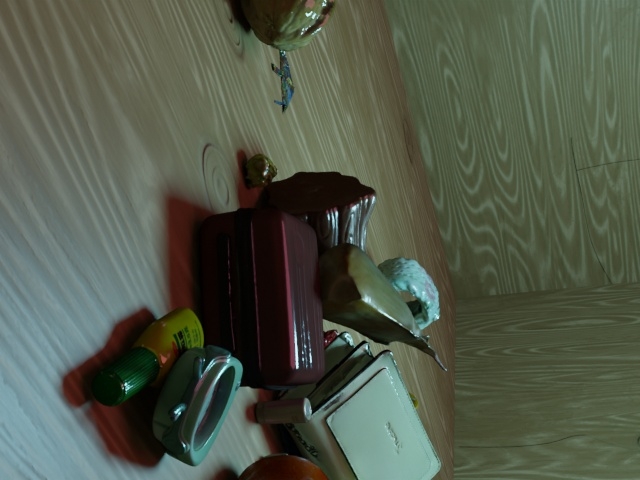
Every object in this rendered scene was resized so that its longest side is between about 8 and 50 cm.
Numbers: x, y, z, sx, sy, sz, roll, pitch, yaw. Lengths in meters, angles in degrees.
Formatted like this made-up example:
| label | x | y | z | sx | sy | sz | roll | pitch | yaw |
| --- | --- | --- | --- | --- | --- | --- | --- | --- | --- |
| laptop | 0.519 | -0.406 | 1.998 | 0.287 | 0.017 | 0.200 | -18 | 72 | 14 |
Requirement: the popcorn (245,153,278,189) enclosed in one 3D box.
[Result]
| label | x | y | z | sx | sy | sz | roll | pitch | yaw |
| --- | --- | --- | --- | --- | --- | --- | --- | --- | --- |
| popcorn | -0.112 | -0.130 | 1.860 | 0.083 | 0.059 | 0.068 | 74 | 15 | -61 |

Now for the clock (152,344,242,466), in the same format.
| label | x | y | z | sx | sy | sz | roll | pitch | yaw |
| --- | --- | --- | --- | --- | --- | --- | --- | --- | --- |
| clock | -0.170 | 0.214 | 1.321 | 0.211 | 0.066 | 0.159 | 83 | 30 | -68 |

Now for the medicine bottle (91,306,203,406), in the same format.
| label | x | y | z | sx | sy | sz | roll | pitch | yaw |
| --- | --- | --- | --- | --- | --- | --- | --- | --- | --- |
| medicine bottle | -0.227 | 0.160 | 1.294 | 0.260 | 0.064 | 0.095 | -31 | 127 | -72 |

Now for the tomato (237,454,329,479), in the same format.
| label | x | y | z | sx | sy | sz | roll | pitch | yaw |
| --- | --- | --- | --- | --- | --- | --- | --- | --- | --- |
| tomato | -0.049 | 0.466 | 1.592 | 0.232 | 0.188 | 0.232 | -4 | 90 | -77 |

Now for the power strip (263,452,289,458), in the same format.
| label | x | y | z | sx | sy | sz | roll | pitch | yaw |
| --- | --- | --- | --- | --- | --- | --- | --- | --- | --- |
| power strip | -0.064 | 0.428 | 1.822 | 0.191 | 0.047 | 0.030 | 57 | 26 | -61 |

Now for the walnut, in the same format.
| label | x | y | z | sx | sy | sz | roll | pitch | yaw |
| --- | --- | --- | --- | --- | --- | --- | --- | --- | --- |
| walnut | -0.065 | -0.494 | 1.947 | 0.198 | 0.198 | 0.245 | 59 | 39 | -57 |

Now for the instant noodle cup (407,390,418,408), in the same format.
| label | x | y | z | sx | sy | sz | roll | pitch | yaw |
| --- | --- | --- | --- | --- | --- | --- | --- | --- | --- |
| instant noodle cup | 0.113 | 0.439 | 2.213 | 0.216 | 0.215 | 0.172 | -45 | 136 | -71 |

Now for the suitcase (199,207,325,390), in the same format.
| label | x | y | z | sx | sy | sz | roll | pitch | yaw |
| --- | --- | --- | --- | --- | --- | --- | --- | --- | --- |
| suitcase | -0.094 | 0.101 | 1.624 | 0.236 | 0.161 | 0.297 | 29 | 56 | -72 |

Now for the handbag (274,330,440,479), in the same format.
| label | x | y | z | sx | sy | sz | roll | pitch | yaw |
| --- | --- | --- | --- | --- | --- | --- | --- | --- | --- |
| handbag | 0.069 | 0.392 | 1.952 | 0.236 | 0.160 | 0.359 | -42 | 125 | -26 |

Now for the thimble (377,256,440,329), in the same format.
| label | x | y | z | sx | sy | sz | roll | pitch | yaw |
| --- | --- | --- | --- | --- | --- | --- | --- | --- | --- |
| thimble | 0.240 | 0.161 | 2.776 | 0.149 | 0.210 | 0.185 | -76 | -175 | -57 |

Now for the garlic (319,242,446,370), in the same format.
| label | x | y | z | sx | sy | sz | roll | pitch | yaw |
| --- | --- | --- | --- | --- | --- | --- | --- | --- | --- |
| garlic | 0.090 | 0.135 | 1.833 | 0.338 | 0.151 | 0.196 | 42 | 3 | -43 |

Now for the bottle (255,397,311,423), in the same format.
| label | x | y | z | sx | sy | sz | roll | pitch | yaw |
| --- | --- | --- | --- | --- | --- | --- | --- | --- | --- |
| bottle | -0.068 | 0.310 | 1.761 | 0.045 | 0.096 | 0.045 | -7 | 90 | -76 |

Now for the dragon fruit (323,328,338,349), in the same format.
| label | x | y | z | sx | sy | sz | roll | pitch | yaw |
| --- | --- | --- | --- | --- | --- | --- | --- | --- | --- |
| dragon fruit | 0.008 | 0.273 | 2.155 | 0.122 | 0.092 | 0.192 | -35 | 124 | -24 |

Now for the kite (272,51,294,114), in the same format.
| label | x | y | z | sx | sy | sz | roll | pitch | yaw |
| --- | --- | --- | --- | --- | --- | --- | --- | --- | --- |
| kite | -0.079 | -0.365 | 2.173 | 0.160 | 0.010 | 0.183 | 29 | 56 | -72 |

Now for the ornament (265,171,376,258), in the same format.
| label | x | y | z | sx | sy | sz | roll | pitch | yaw |
| --- | --- | --- | --- | --- | --- | --- | --- | --- | --- |
| ornament | 0.000 | 0.000 | 1.943 | 0.221 | 0.235 | 0.218 | -55 | 143 | -58 |

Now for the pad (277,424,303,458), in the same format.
| label | x | y | z | sx | sy | sz | roll | pitch | yaw |
| --- | --- | --- | --- | --- | --- | --- | --- | --- | --- |
| pad | -0.029 | 0.412 | 2.032 | 0.269 | 0.012 | 0.270 | -69 | 149 | -61 |
